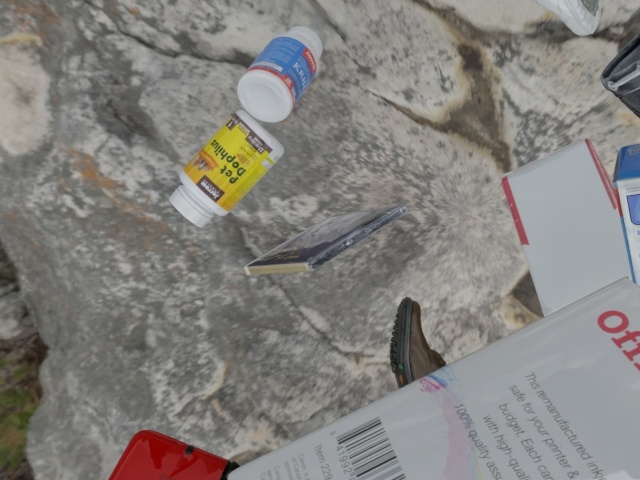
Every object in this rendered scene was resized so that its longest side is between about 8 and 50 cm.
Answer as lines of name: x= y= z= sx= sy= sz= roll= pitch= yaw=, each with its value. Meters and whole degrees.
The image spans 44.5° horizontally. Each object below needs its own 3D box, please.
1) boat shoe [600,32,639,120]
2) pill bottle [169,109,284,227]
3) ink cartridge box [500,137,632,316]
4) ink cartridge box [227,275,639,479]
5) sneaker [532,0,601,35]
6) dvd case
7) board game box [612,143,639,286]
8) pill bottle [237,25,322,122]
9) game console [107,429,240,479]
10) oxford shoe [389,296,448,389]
boat shoe: x=0.313 y=-0.183 z=0.609 sx=0.102 sy=0.301 sz=0.108 roll=36 pitch=77 yaw=5
pill bottle: x=-0.176 y=-0.129 z=1.441 sx=0.117 sy=0.117 sz=0.215 roll=44 pitch=94 yaw=6
ink cartridge box: x=0.473 y=0.058 z=1.301 sx=0.160 sy=0.384 sz=0.279 roll=-26 pitch=50 yaw=22
ink cartridge box: x=0.120 y=0.189 z=0.468 sx=0.306 sy=0.226 sz=0.131 roll=-25 pitch=126 yaw=1
sneaker: x=0.339 y=-0.402 z=1.199 sx=0.232 sy=0.115 sz=0.090 roll=43 pitch=62 yaw=-23
dvd case: x=0.000 y=0.000 z=1.076 sx=0.164 sy=0.221 sz=0.018 roll=-31 pitch=100 yaw=-25
board game box: x=0.468 y=0.036 z=0.752 sx=0.308 sy=0.086 sz=0.302 roll=-7 pitch=117 yaw=27
pill bottle: x=-0.077 y=-0.360 z=1.655 sx=0.124 sy=0.222 sz=0.124 roll=16 pitch=139 yaw=14
game console: x=-0.109 y=0.233 z=0.567 sx=0.124 sy=0.144 sz=0.085 roll=20 pitch=135 yaw=4
oxford shoe: x=0.166 y=0.203 z=1.276 sx=0.096 sy=0.083 sz=0.227 roll=-1 pitch=74 yaw=-9
